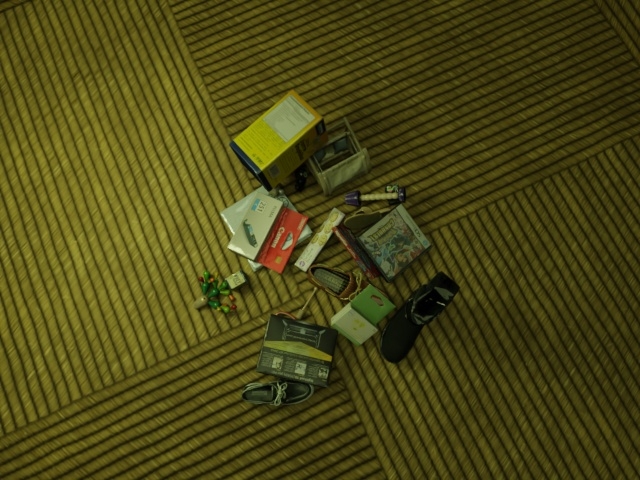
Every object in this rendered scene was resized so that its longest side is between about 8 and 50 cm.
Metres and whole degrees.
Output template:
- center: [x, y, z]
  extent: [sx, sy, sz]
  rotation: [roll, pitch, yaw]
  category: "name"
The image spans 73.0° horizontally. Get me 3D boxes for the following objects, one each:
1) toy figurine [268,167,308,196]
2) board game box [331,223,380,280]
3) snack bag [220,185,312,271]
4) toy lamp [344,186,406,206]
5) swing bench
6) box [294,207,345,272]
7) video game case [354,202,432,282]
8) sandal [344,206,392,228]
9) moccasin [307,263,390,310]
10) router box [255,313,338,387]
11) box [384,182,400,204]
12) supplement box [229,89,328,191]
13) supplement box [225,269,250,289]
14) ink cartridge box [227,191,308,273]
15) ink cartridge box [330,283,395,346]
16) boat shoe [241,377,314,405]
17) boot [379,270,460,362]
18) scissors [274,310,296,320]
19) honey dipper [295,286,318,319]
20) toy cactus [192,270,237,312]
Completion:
- center: [-0.171, -0.319, 1.975]
  extent: [0.209, 0.148, 0.213]
  rotation: [-14, 73, -10]
  category: "toy figurine"
- center: [0.164, 0.048, 1.920]
  extent: [0.027, 0.145, 0.281]
  rotation: [-40, 80, 20]
  category: "board game box"
- center: [-0.261, -0.078, 2.002]
  extent: [0.323, 0.037, 0.343]
  rotation: [-34, 77, -7]
  category: "snack bag"
- center: [0.247, -0.196, 1.971]
  extent: [0.274, 0.080, 0.080]
  rotation: [-2, 78, 21]
  category: "toy lamp"
- center: [0.069, -0.379, 1.995]
  extent: [0.253, 0.165, 0.255]
  rotation: [-30, 80, -6]
  category: "swing bench"
- center: [0.000, 0.000, 1.969]
  extent: [0.067, 0.063, 0.324]
  rotation: [34, 81, 8]
  category: "box"
- center: [0.330, 0.009, 1.935]
  extent: [0.274, 0.035, 0.248]
  rotation: [-38, 93, -15]
  category: "video game case"
- center: [0.212, -0.120, 1.999]
  extent: [0.239, 0.088, 0.079]
  rotation: [-13, 47, -9]
  category: "sandal"
- center: [0.123, 0.200, 1.885]
  extent: [0.379, 0.147, 0.139]
  rotation: [30, 80, 6]
  category: "moccasin"
- center: [-0.096, 0.467, 1.831]
  extent: [0.308, 0.081, 0.243]
  rotation: [14, 69, -3]
  category: "router box"
- center: [0.340, -0.215, 2.016]
  extent: [0.062, 0.052, 0.084]
  rotation: [-13, 80, -1]
  category: "box"
- center: [-0.167, -0.414, 1.823]
  extent: [0.356, 0.195, 0.194]
  rotation: [-41, 73, -4]
  category: "supplement box"
- center: [-0.368, 0.180, 1.925]
  extent: [0.083, 0.083, 0.056]
  rotation: [-30, 79, -6]
  category: "supplement box"
- center: [-0.232, -0.038, 1.939]
  extent: [0.260, 0.066, 0.297]
  rotation: [23, 77, 8]
  category: "ink cartridge box"
- center: [0.184, 0.320, 1.833]
  extent: [0.171, 0.056, 0.235]
  rotation: [41, 108, -18]
  category: "ink cartridge box"
- center: [-0.180, 0.636, 1.820]
  extent: [0.305, 0.105, 0.113]
  rotation: [2, 79, 1]
  category: "boat shoe"
- center: [0.372, 0.321, 1.706]
  extent: [0.146, 0.445, 0.367]
  rotation: [29, 80, 6]
  category: "boot"
- center: [-0.075, 0.408, 1.908]
  extent: [0.296, 0.021, 0.109]
  rotation: [21, 78, 6]
  category: "scissors"
- center: [-0.058, 0.276, 1.932]
  extent: [0.030, 0.030, 0.161]
  rotation: [30, 78, 6]
  category: "honey dipper"
- center: [-0.485, 0.247, 1.913]
  extent: [0.180, 0.112, 0.219]
  rotation: [-35, 89, 4]
  category: "toy cactus"
